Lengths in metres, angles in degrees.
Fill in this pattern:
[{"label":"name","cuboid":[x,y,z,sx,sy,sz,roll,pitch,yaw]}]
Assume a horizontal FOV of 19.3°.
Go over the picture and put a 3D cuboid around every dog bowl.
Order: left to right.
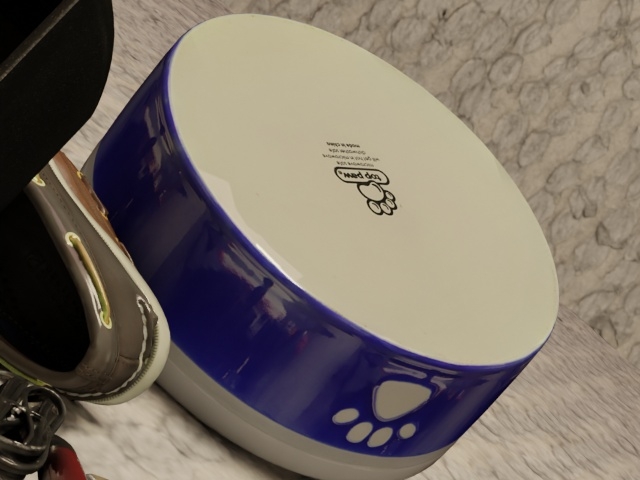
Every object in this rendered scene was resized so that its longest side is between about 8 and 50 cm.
[{"label":"dog bowl","cuboid":[0.000,0.000,1.048,0.265,0.104,0.265,26,35,-20]}]

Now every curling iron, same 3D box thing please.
[{"label":"curling iron","cuboid":[-0.088,0.120,0.618,0.068,0.035,0.274,23,18,-28]}]

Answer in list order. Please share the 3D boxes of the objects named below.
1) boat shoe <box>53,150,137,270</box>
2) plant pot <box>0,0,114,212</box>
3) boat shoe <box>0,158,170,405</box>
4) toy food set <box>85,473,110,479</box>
[{"label":"boat shoe","cuboid":[-0.144,-0.011,0.958,0.178,0.064,0.060,53,9,32]},{"label":"plant pot","cuboid":[-0.188,-0.067,0.711,0.187,0.188,0.167,42,-4,14]},{"label":"boat shoe","cuboid":[-0.159,-0.019,0.852,0.228,0.081,0.068,45,6,15]},{"label":"toy food set","cuboid":[-0.066,0.126,0.722,0.122,0.019,0.078,45,10,29]}]
